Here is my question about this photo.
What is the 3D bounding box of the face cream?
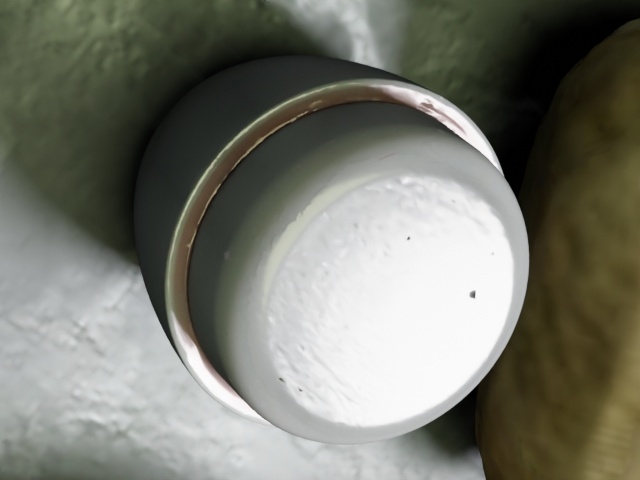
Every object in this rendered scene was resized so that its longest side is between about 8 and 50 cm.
[{"bbox_3d":[0.000,0.000,0.557,0.117,0.104,0.117,-10,115,-22],"label":"face cream"}]

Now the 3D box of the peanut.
[{"bbox_3d":[0.124,0.033,0.620,0.129,0.129,0.224,-4,116,-24],"label":"peanut"}]
